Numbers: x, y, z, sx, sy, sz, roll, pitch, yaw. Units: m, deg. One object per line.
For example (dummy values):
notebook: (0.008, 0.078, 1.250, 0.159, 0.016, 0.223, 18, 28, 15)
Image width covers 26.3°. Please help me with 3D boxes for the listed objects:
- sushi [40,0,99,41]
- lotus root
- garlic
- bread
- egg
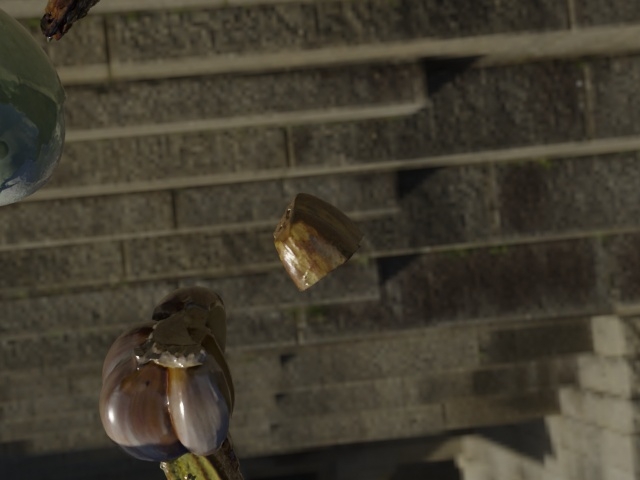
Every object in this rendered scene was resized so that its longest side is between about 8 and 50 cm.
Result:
sushi: (-0.223, -0.288, 1.257, 0.140, 0.287, 0.149, -38, 148, 25)
lotus root: (-0.004, -0.002, 2.199, 0.159, 0.135, 0.095, -55, -164, -26)
garlic: (-0.185, 0.162, 1.649, 0.160, 0.191, 0.214, -6, -147, -5)
bread: (-0.182, 0.396, 2.252, 0.110, 0.234, 0.184, -22, -159, -1)
egg: (-0.477, -0.175, 1.810, 0.278, 0.278, 0.336, -6, 148, 40)
